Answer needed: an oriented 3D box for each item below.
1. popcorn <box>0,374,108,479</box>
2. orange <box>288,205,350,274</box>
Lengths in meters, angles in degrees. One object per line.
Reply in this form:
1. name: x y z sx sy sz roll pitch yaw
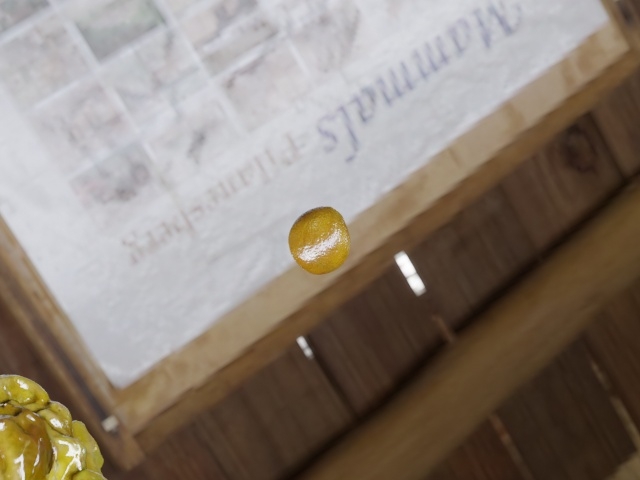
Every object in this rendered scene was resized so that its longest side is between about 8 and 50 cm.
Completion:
1. popcorn: -0.370 0.343 1.814 0.281 0.315 0.297 -15 -151 14
2. orange: 0.000 0.000 1.734 0.085 0.085 0.085 -29 -166 8
